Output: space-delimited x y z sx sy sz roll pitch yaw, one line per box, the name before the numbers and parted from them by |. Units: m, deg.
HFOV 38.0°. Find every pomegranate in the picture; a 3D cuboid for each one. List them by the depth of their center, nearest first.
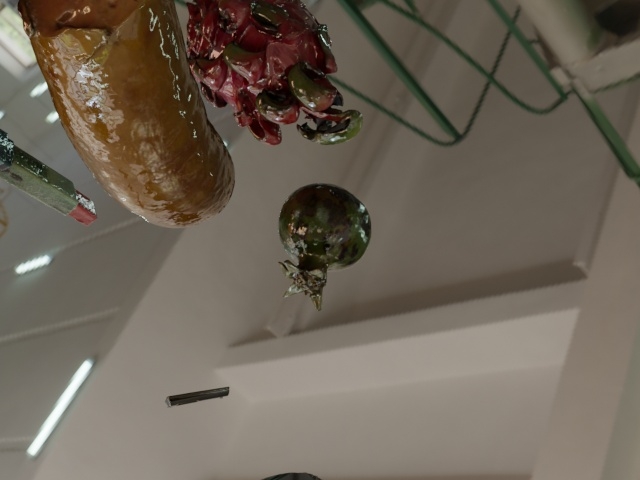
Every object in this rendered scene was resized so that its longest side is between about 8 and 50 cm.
pomegranate | -0.005 -0.005 1.362 0.148 0.148 0.169 -10 -147 50

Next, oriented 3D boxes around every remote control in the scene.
remote control | -0.174 0.224 1.322 0.034 0.091 0.016 121 -42 -61

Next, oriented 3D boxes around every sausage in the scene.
sausage | -0.125 -0.088 0.661 0.109 0.270 0.109 -3 -117 6

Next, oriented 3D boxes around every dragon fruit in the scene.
dragon fruit | -0.073 -0.227 1.220 0.198 0.218 0.273 -16 -133 -3

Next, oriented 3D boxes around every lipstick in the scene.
lipstick | -0.412 -0.098 1.286 0.051 0.312 0.051 -16 -118 22

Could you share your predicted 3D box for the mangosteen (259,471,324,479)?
mangosteen | -0.031 0.503 1.518 0.287 0.233 0.287 -19 178 -1
